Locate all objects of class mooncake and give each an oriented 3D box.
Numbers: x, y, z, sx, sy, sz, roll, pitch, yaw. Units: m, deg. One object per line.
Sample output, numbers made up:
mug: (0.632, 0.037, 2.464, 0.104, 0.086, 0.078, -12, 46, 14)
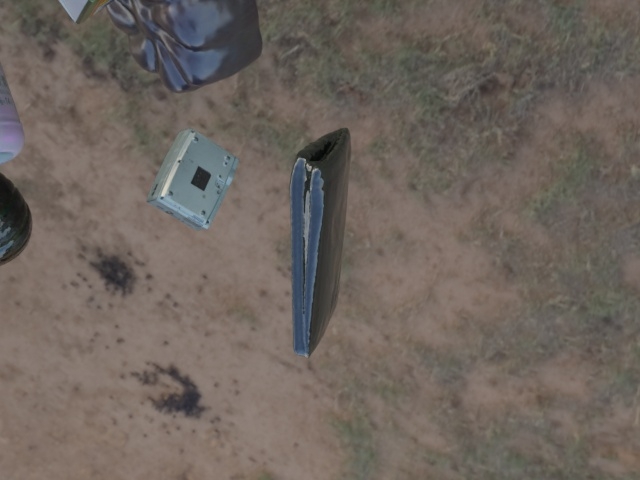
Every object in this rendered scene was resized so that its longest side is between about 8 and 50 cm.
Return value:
mooncake: (-0.244, -0.396, 1.451, 0.306, 0.154, 0.306, 39, 153, 24)

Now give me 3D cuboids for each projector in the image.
projector: (-0.220, -0.107, 1.514, 0.115, 0.147, 0.061, 32, 160, -30)

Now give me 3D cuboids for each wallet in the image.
wallet: (0.000, 0.000, 1.018, 0.052, 0.168, 0.245, 8, 112, 13)

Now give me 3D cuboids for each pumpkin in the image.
pumpkin: (-0.710, -0.051, 1.736, 0.250, 0.216, 0.250, 47, 162, 20)

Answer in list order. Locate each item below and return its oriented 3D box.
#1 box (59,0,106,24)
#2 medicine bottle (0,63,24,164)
box: (-0.252, -0.355, 0.927, 0.177, 0.148, 0.195, 55, 168, -17)
medicine bottle: (-0.630, -0.253, 1.370, 0.241, 0.241, 0.301, -16, 93, 38)
